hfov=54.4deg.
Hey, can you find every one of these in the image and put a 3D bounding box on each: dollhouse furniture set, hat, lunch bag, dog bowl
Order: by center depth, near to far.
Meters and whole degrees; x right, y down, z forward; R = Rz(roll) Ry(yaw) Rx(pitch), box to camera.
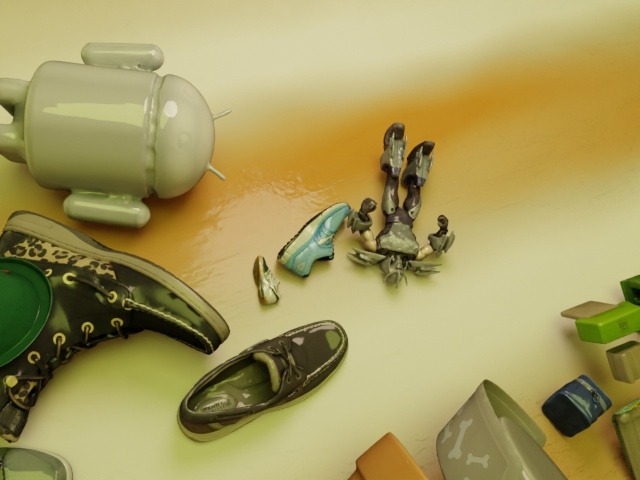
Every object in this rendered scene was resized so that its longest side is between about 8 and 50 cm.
[{"bbox_3d":[-0.456,0.048,0.732,0.209,0.183,0.172,-9,55,0],"label":"hat"},{"bbox_3d":[0.281,0.350,0.790,0.102,0.349,0.348,-41,74,12],"label":"dog bowl"},{"bbox_3d":[0.404,0.255,0.976,0.065,0.098,0.067,-29,68,-25],"label":"lunch bag"},{"bbox_3d":[0.535,0.234,1.031,0.198,0.151,0.301,-20,94,-7],"label":"dollhouse furniture set"}]

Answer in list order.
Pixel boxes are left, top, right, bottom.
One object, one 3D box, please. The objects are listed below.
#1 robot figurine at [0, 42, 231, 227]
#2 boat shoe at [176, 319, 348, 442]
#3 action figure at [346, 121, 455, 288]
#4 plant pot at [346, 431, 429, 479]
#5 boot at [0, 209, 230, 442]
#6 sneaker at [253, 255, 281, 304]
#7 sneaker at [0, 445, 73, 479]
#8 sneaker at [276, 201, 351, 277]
[{"bbox_3d":[-0.323,-0.172,0.985,0.354,0.200,0.299,5,86,-9],"label":"robot figurine"},{"bbox_3d":[-0.075,0.197,0.912,0.285,0.092,0.102,-24,71,-21],"label":"boat shoe"},{"bbox_3d":[0.137,-0.052,1.077,0.186,0.099,0.284,15,66,-17],"label":"action figure"},{"bbox_3d":[0.090,0.414,0.752,0.204,0.291,0.290,-35,74,-7],"label":"plant pot"},{"bbox_3d":[-0.348,0.142,0.860,0.378,0.138,0.284,26,61,6],"label":"boot"},{"bbox_3d":[-0.086,0.064,1.016,0.037,0.032,0.083,-3,69,-28],"label":"sneaker"},{"bbox_3d":[-0.463,0.285,0.743,0.296,0.178,0.123,0,64,-11],"label":"sneaker"},{"bbox_3d":[0.000,0.000,1.055,0.073,0.063,0.162,47,67,-8],"label":"sneaker"}]
